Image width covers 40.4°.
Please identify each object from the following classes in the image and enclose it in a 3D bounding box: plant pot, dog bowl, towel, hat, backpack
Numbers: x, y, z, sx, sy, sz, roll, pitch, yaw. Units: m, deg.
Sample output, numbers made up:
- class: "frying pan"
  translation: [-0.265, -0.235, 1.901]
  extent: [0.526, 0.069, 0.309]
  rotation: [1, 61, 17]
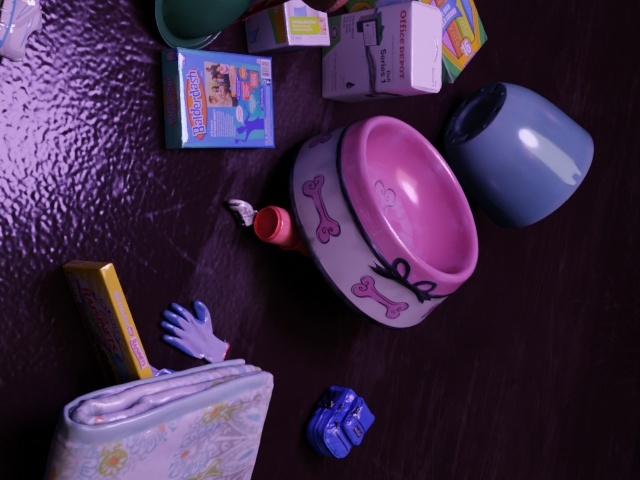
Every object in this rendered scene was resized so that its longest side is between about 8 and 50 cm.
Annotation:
- class: "plant pot"
  translation: [0.419, -0.211, 1.947]
  extent: [0.235, 0.293, 0.293]
  rotation: [39, 62, -25]
- class: "dog bowl"
  translation: [0.134, -0.050, 1.604]
  extent: [0.408, 0.150, 0.408]
  rotation: [31, 43, -34]
- class: "towel"
  translation: [-0.241, 0.348, 1.277]
  extent: [0.374, 0.090, 0.320]
  rotation: [-6, 118, -48]
- class: "hat"
  translation: [-0.125, -0.367, 1.357]
  extent: [0.208, 0.183, 0.173]
  rotation: [-58, 150, -5]
- class: "backpack"
  translation: [0.035, 0.350, 1.657]
  extent: [0.120, 0.101, 0.098]
  rotation: [-49, 118, -31]

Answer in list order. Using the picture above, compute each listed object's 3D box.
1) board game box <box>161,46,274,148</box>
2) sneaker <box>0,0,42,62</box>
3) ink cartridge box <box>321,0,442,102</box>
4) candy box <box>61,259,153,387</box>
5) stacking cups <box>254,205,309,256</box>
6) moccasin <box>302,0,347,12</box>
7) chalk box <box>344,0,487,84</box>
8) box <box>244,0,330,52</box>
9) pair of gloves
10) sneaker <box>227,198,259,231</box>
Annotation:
- class: "board game box"
  translation: [-0.168, -0.233, 1.458]
  extent: [0.210, 0.047, 0.160]
  rotation: [-6, 96, -48]
- class: "sneaker"
  translation: [-0.410, -0.331, 1.186]
  extent: [0.083, 0.071, 0.190]
  rotation: [34, 68, -57]
- class: "ink cartridge box"
  translation: [0.113, -0.351, 1.639]
  extent: [0.092, 0.219, 0.160]
  rotation: [-1, 91, -48]
- class: "candy box"
  translation: [-0.307, 0.127, 1.267]
  extent: [0.027, 0.105, 0.206]
  rotation: [-33, 114, -43]
- class: "stacking cups"
  translation: [0.000, 0.000, 1.615]
  extent: [0.316, 0.096, 0.096]
  rotation: [13, 81, -47]
- class: "moccasin"
  translation: [-0.082, -0.503, 1.282]
  extent: [0.380, 0.139, 0.147]
  rotation: [59, 34, -8]
- class: "chalk box"
  translation: [0.179, -0.472, 1.745]
  extent: [0.179, 0.180, 0.289]
  rotation: [-52, 125, -34]
- class: "box"
  translation: [-0.066, -0.438, 1.526]
  extent: [0.114, 0.103, 0.203]
  rotation: [-14, 101, -47]
- class: "pair of gloves"
  translation: [-0.221, 0.199, 1.426]
  extent: [0.159, 0.023, 0.198]
  rotation: [42, 61, -40]
- class: "sneaker"
  translation: [-0.132, -0.043, 1.513]
  extent: [0.083, 0.032, 0.037]
  rotation: [34, 66, -42]
